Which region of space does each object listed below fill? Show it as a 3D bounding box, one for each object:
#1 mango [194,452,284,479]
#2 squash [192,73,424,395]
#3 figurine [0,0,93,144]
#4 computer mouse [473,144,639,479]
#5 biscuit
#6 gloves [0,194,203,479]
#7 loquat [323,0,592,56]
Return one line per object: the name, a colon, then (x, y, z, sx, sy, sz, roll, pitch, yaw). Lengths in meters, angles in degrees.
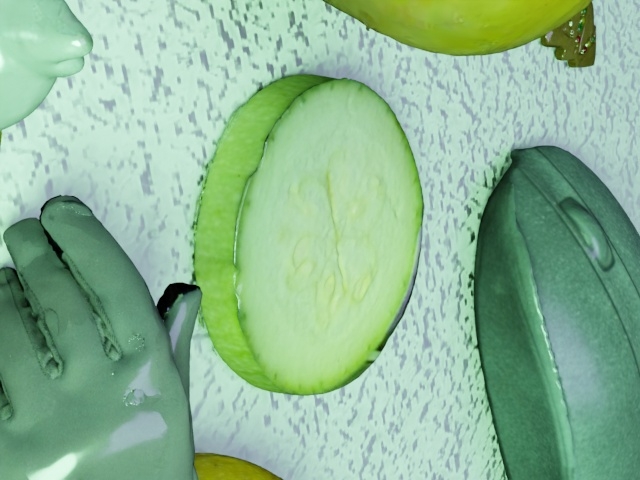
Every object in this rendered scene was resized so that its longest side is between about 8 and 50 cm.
mango: (-0.047, 0.227, 0.946, 0.262, 0.109, 0.157, 46, 57, -45)
squash: (-0.004, -0.001, 1.036, 0.219, 0.041, 0.219, -17, 111, -51)
figurine: (-0.228, -0.048, 0.589, 0.283, 0.338, 0.204, -24, 110, -10)
computer mouse: (0.224, 0.103, 1.264, 0.203, 0.114, 0.374, -32, 117, -44)
biscuit: (0.215, -0.179, 1.300, 0.092, 0.016, 0.082, 55, 53, -37)
gloves: (-0.116, 0.117, 0.803, 0.142, 0.119, 0.285, -8, 84, -33)
loquat: (0.075, -0.257, 0.924, 0.275, 0.275, 0.275, -8, 100, -51)
